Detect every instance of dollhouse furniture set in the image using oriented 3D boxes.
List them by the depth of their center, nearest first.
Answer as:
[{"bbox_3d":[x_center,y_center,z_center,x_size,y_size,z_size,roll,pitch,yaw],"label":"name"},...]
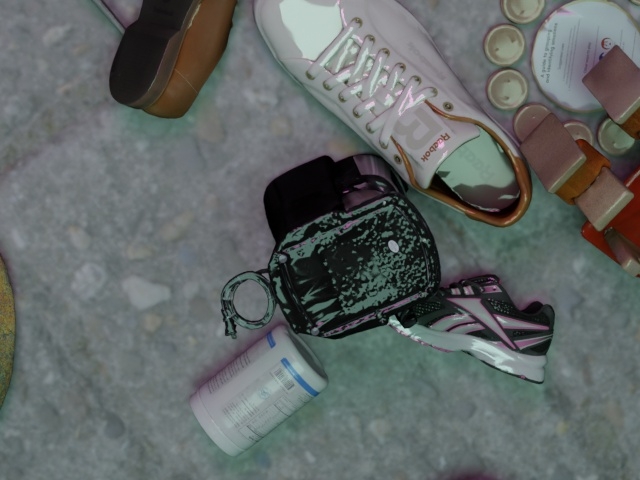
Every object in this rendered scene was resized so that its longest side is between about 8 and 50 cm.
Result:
[{"bbox_3d":[0.331,-0.078,1.343,0.262,0.135,0.259,35,106,-26],"label":"dollhouse furniture set"}]

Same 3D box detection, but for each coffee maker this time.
[{"bbox_3d":[0.000,0.000,1.312,0.171,0.178,0.120,-1,105,-6],"label":"coffee maker"}]

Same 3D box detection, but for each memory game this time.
[{"bbox_3d":[0.229,-0.157,1.371,0.186,0.012,0.186,-1,106,-4],"label":"memory game"}]

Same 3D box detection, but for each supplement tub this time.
[{"bbox_3d":[-0.053,0.131,1.401,0.107,0.071,0.071,-38,105,7],"label":"supplement tub"}]

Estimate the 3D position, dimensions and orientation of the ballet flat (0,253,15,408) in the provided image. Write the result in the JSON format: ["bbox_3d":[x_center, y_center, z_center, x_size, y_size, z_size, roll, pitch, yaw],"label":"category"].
[{"bbox_3d":[-0.339,0.162,1.366,0.123,0.123,0.349,15,104,-8],"label":"ballet flat"}]

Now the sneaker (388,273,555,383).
[{"bbox_3d":[0.125,0.061,1.405,0.178,0.072,0.077,20,92,-17],"label":"sneaker"}]

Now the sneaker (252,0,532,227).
[{"bbox_3d":[0.069,-0.119,1.314,0.290,0.123,0.106,38,102,-12],"label":"sneaker"}]

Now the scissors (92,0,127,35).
[{"bbox_3d":[-0.213,-0.233,1.271,0.297,0.109,0.021,47,73,-15],"label":"scissors"}]

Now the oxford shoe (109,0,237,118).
[{"bbox_3d":[-0.097,-0.199,1.316,0.076,0.076,0.212,22,97,-49],"label":"oxford shoe"}]
